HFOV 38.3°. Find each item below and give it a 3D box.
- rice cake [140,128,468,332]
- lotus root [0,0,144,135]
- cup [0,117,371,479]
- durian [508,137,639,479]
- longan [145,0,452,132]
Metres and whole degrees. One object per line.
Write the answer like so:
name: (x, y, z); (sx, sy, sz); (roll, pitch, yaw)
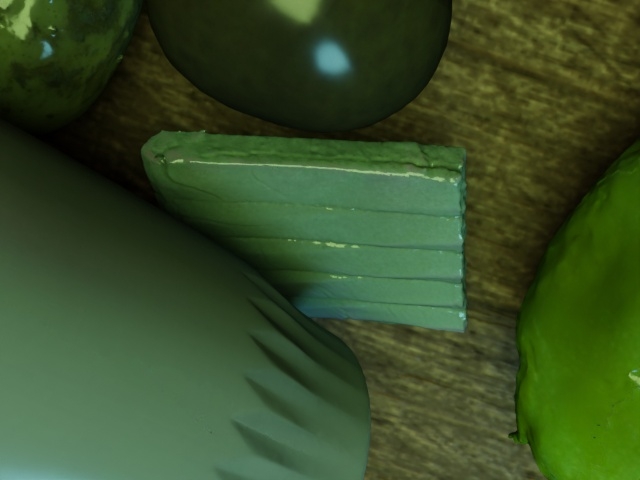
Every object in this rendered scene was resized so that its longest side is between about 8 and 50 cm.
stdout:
rice cake: (0.000, 0.000, 0.619); (0.198, 0.037, 0.189); (-2, 138, 10)
lotus root: (-0.184, -0.207, 0.565); (0.173, 0.173, 0.309); (19, 99, 0)
cup: (-0.170, 0.076, 0.515); (0.372, 0.253, 0.253); (29, 107, -28)
durian: (0.262, 0.034, 0.553); (0.340, 0.204, 0.255); (-17, 89, 12)
longan: (-0.010, -0.148, 0.552); (0.189, 0.189, 0.189); (1, 105, 5)
